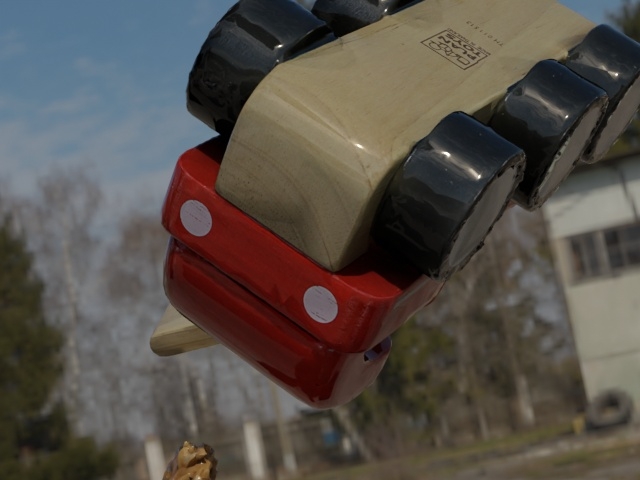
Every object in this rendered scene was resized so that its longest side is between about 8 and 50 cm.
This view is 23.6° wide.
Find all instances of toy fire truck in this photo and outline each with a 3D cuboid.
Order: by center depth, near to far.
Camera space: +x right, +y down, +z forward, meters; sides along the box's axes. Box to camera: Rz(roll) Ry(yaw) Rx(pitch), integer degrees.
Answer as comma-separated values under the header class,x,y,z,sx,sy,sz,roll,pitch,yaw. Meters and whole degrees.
class,x,y,z,sx,sy,sz,roll,pitch,yaw
toy fire truck,0.000,0.000,0.666,0.217,0.158,0.246,-34,-27,-53

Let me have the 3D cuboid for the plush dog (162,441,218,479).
class,x,y,z,sx,sy,sz,roll,pitch,yaw
plush dog,0.007,0.189,0.560,0.225,0.211,0.262,1,-19,37
